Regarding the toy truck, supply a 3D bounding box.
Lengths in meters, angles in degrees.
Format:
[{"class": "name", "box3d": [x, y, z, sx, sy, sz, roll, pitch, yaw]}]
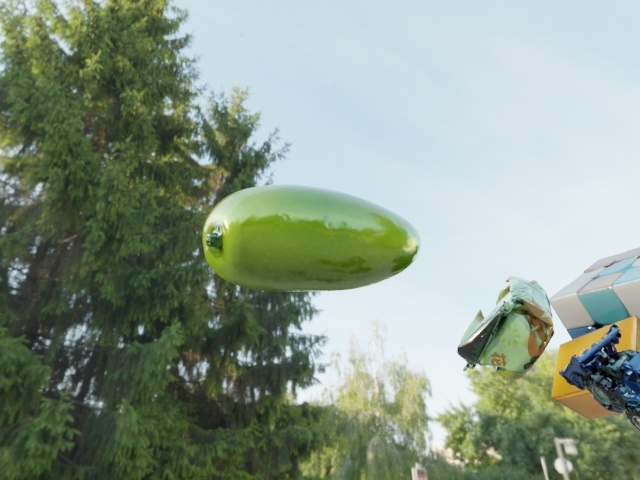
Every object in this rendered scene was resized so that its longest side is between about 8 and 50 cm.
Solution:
[{"class": "toy truck", "box3d": [0.548, 0.243, 0.743, 0.113, 0.208, 0.126, -34, -67, -10]}]

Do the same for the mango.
[{"class": "mango", "box3d": [0.000, 0.000, 0.618, 0.342, 0.156, 0.192, 5, 7, -21]}]

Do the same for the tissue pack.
[{"class": "tissue pack", "box3d": [0.803, 0.359, 1.129, 0.145, 0.194, 0.274, 30, -33, 1]}]

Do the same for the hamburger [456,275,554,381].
[{"class": "hamburger", "box3d": [0.358, 0.186, 0.802, 0.125, 0.235, 0.214, 31, 16, 26]}]

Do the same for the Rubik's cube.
[{"class": "Rubik's cube", "box3d": [1.013, 0.225, 1.262, 0.344, 0.347, 0.346, -24, -10, -25]}]
